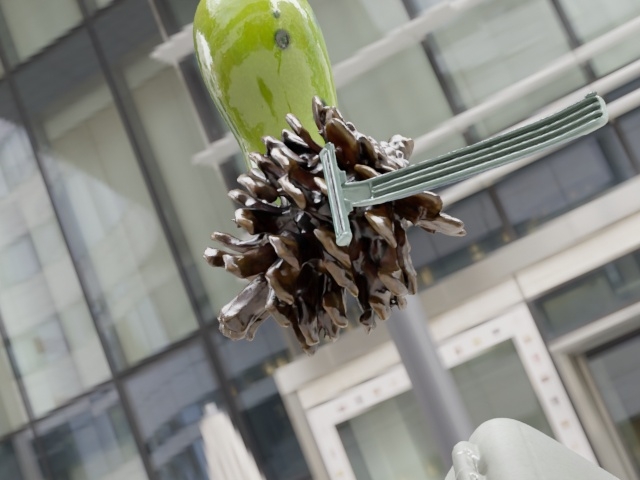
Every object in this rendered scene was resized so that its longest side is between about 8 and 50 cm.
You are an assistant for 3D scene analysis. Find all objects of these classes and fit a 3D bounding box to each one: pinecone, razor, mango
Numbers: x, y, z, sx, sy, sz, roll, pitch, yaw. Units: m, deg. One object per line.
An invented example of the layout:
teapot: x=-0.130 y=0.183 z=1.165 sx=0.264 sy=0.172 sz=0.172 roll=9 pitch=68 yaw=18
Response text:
pinecone: x=0.001 y=0.001 z=1.116 sx=0.168 sy=0.185 sz=0.212 roll=13 pitch=-68 yaw=-49
razor: x=0.093 y=-0.053 z=0.871 sx=0.191 sy=0.068 sz=0.037 roll=-18 pitch=-17 yaw=19
mango: x=-0.054 y=-0.175 z=1.568 sx=0.143 sy=0.293 sz=0.175 roll=-19 pitch=-8 yaw=27

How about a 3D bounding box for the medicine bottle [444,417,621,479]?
medicine bottle: x=0.222 y=0.278 z=1.082 sx=0.123 sy=0.282 sz=0.375 roll=-59 pitch=3 yaw=8
